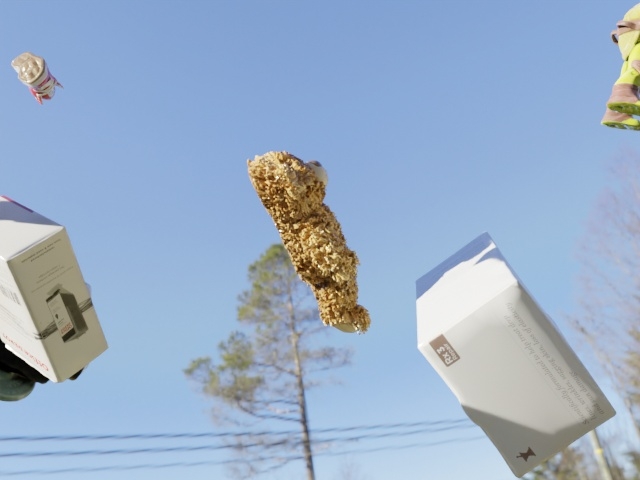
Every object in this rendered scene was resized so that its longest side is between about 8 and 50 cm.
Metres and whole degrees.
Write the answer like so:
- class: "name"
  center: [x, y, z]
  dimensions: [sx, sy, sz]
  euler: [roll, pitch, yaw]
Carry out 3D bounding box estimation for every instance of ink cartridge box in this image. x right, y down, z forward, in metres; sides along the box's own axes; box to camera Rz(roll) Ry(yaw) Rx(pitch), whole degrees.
- class: "ink cartridge box"
  center: [-0.247, 0.042, 0.654]
  dimensions: [0.056, 0.099, 0.135]
  euler: [-38, -44, -36]

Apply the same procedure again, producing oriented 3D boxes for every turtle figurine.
- class: "turtle figurine"
  center: [0.436, -0.268, 1.019]
  dimensions: [0.087, 0.217, 0.269]
  euler: [18, -7, 2]

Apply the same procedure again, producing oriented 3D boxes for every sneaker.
- class: "sneaker"
  center: [-0.375, -0.212, 1.030]
  dimensions: [0.042, 0.118, 0.067]
  euler: [-39, -53, -9]

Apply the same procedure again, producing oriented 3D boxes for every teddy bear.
- class: "teddy bear"
  center: [0.000, 0.000, 1.245]
  dimensions: [0.113, 0.337, 0.245]
  euler: [-25, 4, 1]

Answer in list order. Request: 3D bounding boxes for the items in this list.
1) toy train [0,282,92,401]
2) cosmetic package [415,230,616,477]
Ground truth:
- class: "toy train"
  center: [-0.400, 0.043, 0.820]
  dimensions: [0.334, 0.190, 0.142]
  euler: [26, -66, -24]
- class: "cosmetic package"
  center: [0.255, 0.137, 1.093]
  dimensions: [0.156, 0.217, 0.385]
  euler: [-37, 5, 10]
